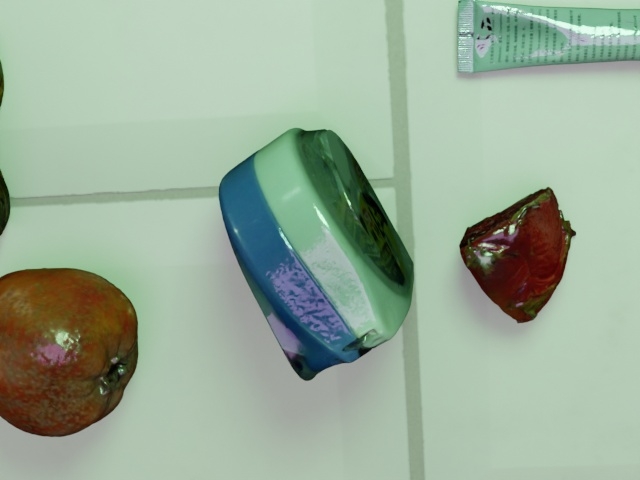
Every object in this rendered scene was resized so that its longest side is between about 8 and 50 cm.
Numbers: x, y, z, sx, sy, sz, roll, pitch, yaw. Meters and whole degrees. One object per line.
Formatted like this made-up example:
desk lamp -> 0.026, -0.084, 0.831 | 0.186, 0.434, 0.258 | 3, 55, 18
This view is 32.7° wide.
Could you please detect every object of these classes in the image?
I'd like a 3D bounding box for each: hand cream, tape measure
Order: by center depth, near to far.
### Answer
hand cream -> 0.324, -0.235, 1.253 | 0.331, 0.058, 0.085 | 0, 110, 4
tape measure -> 0.002, 0.001, 1.255 | 0.138, 0.259, 0.262 | -26, 100, 11

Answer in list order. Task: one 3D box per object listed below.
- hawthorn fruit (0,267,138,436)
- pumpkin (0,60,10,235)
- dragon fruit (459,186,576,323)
hawthorn fruit -> -0.358, 0.122, 1.349 | 0.262, 0.210, 0.210 | 20, 109, 11
pumpkin -> -0.480, -0.136, 1.296 | 0.190, 0.139, 0.280 | 1, 106, -1
dragon fruit -> 0.252, 0.029, 1.315 | 0.120, 0.127, 0.161 | -26, 104, 20
